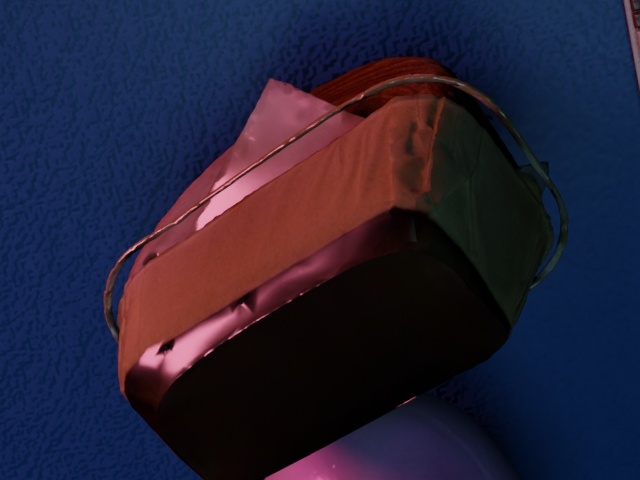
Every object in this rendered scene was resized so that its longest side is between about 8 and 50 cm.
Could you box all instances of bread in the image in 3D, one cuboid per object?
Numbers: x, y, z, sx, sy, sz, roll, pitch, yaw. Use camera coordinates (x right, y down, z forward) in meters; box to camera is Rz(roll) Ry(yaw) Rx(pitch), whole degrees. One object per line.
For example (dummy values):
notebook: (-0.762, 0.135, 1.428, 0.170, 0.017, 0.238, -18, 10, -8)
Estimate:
bread: (0.000, 0.000, 0.611, 0.224, 0.212, 0.142, -31, 113, 20)

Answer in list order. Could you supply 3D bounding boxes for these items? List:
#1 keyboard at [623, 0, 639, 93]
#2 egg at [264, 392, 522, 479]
keyboard: (0.199, -0.067, 0.670, 0.055, 0.017, 0.165, -13, 113, 9)
egg: (0.042, 0.213, 0.717, 0.196, 0.196, 0.271, -15, 101, 11)
